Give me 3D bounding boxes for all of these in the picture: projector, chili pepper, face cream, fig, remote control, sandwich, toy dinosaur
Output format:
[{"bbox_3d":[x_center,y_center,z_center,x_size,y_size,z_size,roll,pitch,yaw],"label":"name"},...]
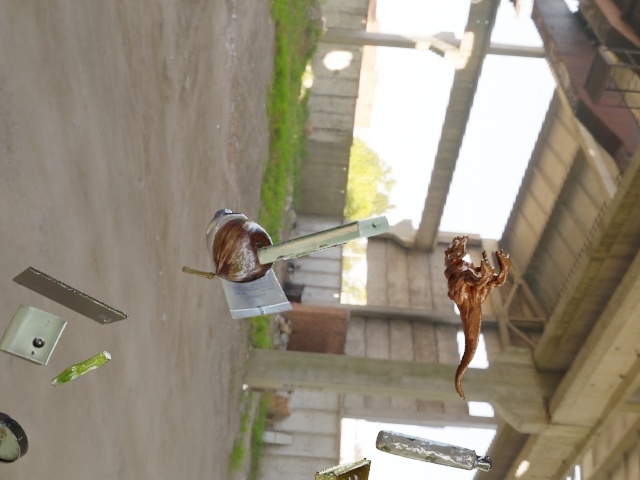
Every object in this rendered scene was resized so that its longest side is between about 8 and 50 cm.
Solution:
[{"bbox_3d":[-0.499,0.165,1.066,0.083,0.083,0.082,-26,-139,60],"label":"projector"},{"bbox_3d":[-0.806,0.433,2.074,0.050,0.202,0.052,43,-26,51],"label":"chili pepper"},{"bbox_3d":[-0.267,0.070,2.106,0.137,0.235,0.420,-50,-124,39],"label":"face cream"},{"bbox_3d":[-0.257,0.059,1.873,0.249,0.186,0.203,-50,121,-30],"label":"fig"},{"bbox_3d":[0.000,0.001,1.572,0.145,0.344,0.050,-13,88,-53],"label":"remote control"},{"bbox_3d":[0.091,0.841,2.145,0.236,0.122,0.128,5,81,-50],"label":"sandwich"},{"bbox_3d":[0.347,0.120,1.404,0.208,0.097,0.432,127,-22,-47],"label":"toy dinosaur"}]

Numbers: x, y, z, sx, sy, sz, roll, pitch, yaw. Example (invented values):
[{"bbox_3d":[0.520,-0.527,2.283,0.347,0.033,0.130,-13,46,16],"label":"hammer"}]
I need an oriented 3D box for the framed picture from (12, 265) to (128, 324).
[{"bbox_3d":[-0.815,0.188,2.001,0.255,0.339,0.014,-19,-135,51],"label":"framed picture"}]

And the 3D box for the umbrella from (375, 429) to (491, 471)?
[{"bbox_3d":[0.325,0.610,1.775,0.073,0.337,0.067,93,10,-76],"label":"umbrella"}]

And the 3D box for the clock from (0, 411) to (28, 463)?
[{"bbox_3d":[-1.044,0.648,2.014,0.040,0.184,0.184,-47,144,-63],"label":"clock"}]
